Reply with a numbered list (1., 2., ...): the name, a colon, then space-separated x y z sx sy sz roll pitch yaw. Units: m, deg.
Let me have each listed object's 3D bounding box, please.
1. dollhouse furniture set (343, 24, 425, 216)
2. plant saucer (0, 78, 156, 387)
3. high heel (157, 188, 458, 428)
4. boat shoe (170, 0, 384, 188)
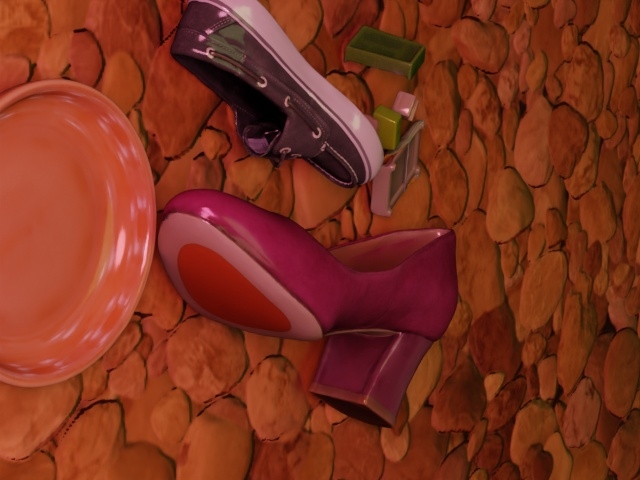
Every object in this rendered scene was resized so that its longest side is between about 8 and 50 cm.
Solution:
1. dollhouse furniture set: 0.048 -0.098 1.450 0.076 0.059 0.151 -55 156 -44
2. plant saucer: -0.184 -0.005 1.132 0.200 0.037 0.200 -16 110 -52
3. high heel: 0.000 0.000 1.323 0.181 0.127 0.377 -69 153 -16
4. boat shoe: -0.034 -0.096 1.292 0.076 0.080 0.228 -60 139 -18
